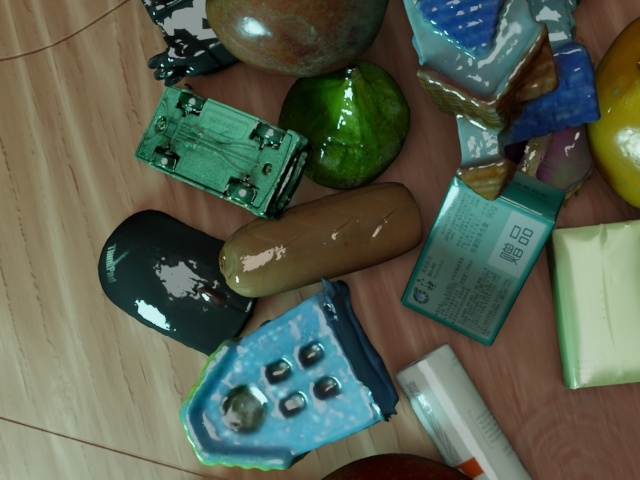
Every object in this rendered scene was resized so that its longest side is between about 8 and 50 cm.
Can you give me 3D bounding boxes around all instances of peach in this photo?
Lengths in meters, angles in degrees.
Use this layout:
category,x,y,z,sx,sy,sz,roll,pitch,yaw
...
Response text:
category,x,y,z,sx,sy,sz,roll,pitch,yaw
peach,-0.024,-0.338,1.261,0.252,0.252,0.253,-1,85,8

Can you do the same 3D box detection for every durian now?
category,x,y,z,sx,sy,sz,roll,pitch,yaw
durian,0.340,-0.170,1.416,0.186,0.154,0.261,29,87,-13

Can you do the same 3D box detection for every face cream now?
category,x,y,z,sx,sy,sz,roll,pitch,yaw
face cream,0.236,0.321,1.402,0.102,0.102,0.346,-31,81,4

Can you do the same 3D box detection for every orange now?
category,x,y,z,sx,sy,sz,roll,pitch,yaw
orange,0.517,-0.172,1.303,0.312,0.312,0.312,-1,85,8

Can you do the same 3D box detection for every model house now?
category,x,y,z,sx,sy,sz,roll,pitch,yaw
model house,0.233,-0.226,1.183,0.251,0.295,0.330,-10,81,15
model house,-0.053,0.220,1.384,0.303,0.237,0.216,-31,81,6

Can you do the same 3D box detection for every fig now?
category,x,y,z,sx,sy,sz,roll,pitch,yaw
fig,0.032,-0.180,1.402,0.203,0.235,0.203,0,84,3

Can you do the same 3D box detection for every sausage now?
category,x,y,z,sx,sy,sz,roll,pitch,yaw
sausage,-0.001,0.000,1.418,0.304,0.121,0.121,-17,83,-9

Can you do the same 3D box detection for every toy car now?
category,x,y,z,sx,sy,sz,roll,pitch,yaw
toy car,-0.146,-0.138,1.450,0.320,0.097,0.141,25,89,38

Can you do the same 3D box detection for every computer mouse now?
category,x,y,z,sx,sy,sz,roll,pitch,yaw
computer mouse,-0.227,0.057,1.485,0.269,0.100,0.170,26,92,9

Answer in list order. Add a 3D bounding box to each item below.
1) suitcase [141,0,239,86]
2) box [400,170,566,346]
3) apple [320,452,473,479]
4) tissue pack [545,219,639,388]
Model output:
category,x,y,z,sx,sy,sz,roll,pitch,yaw
suitcase,-0.102,-0.436,1.457,0.433,0.194,0.283,-29,86,4
box,0.227,0.013,1.368,0.153,0.092,0.245,26,129,8
apple,0.095,0.468,1.299,0.348,0.277,0.349,5,100,32
tissue pack,0.419,0.090,1.382,0.159,0.125,0.234,-6,84,7
